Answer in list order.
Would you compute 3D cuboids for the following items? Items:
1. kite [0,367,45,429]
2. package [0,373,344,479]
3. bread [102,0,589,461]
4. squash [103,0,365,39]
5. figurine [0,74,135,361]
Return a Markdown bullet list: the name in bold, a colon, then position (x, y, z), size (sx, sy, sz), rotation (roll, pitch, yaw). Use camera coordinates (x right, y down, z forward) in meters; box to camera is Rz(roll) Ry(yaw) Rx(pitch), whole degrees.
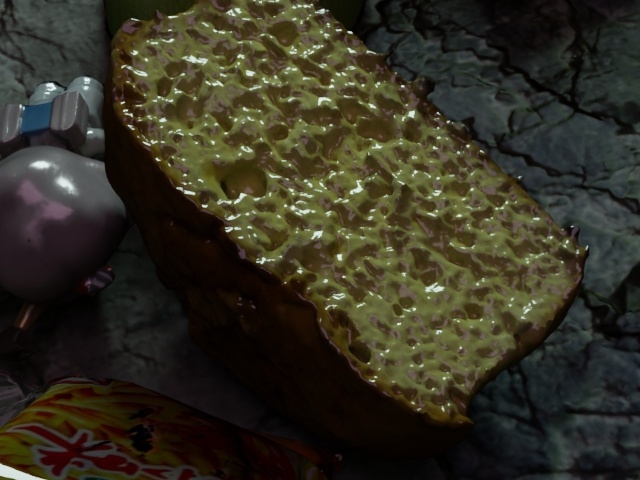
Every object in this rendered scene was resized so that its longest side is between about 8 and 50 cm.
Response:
- **kite**: position (-0.310, 0.139, 1.050), size (0.267, 0.013, 0.323), rotation (-15, 59, -7)
- **package**: position (-0.108, 0.163, 0.929), size (0.223, 0.108, 0.288), rotation (19, 18, 9)
- **bread**: position (0.000, 0.000, 1.024), size (0.194, 0.179, 0.340), rotation (-37, 70, -23)
- **squash**: position (-0.073, -0.224, 1.202), size (0.220, 0.133, 0.220), rotation (-4, 55, 6)
- **figurine**: position (-0.187, -0.031, 1.098), size (0.137, 0.112, 0.229), rotation (-3, 48, 6)
